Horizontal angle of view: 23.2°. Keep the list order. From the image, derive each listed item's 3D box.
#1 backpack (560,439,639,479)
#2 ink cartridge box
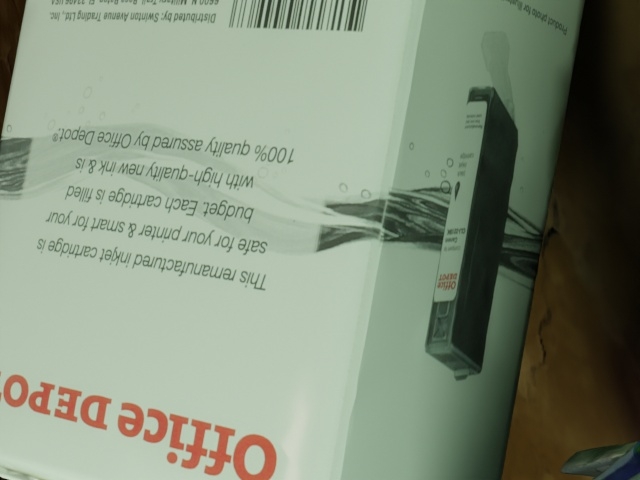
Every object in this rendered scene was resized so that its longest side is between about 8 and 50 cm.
[{"bbox_3d":[0.152,0.165,0.430,0.355,0.273,0.290,-51,51,50],"label":"backpack"},{"bbox_3d":[-0.020,-0.030,0.595,0.197,0.114,0.273,8,86,39],"label":"ink cartridge box"}]
